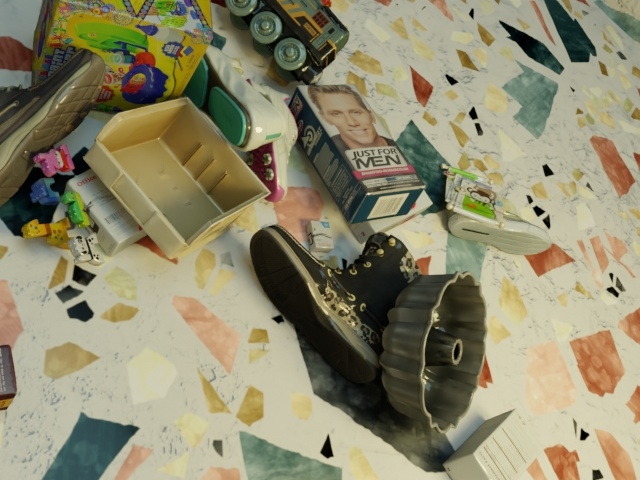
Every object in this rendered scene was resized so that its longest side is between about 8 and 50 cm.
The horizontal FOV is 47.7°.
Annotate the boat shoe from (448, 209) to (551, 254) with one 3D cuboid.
[{"bbox_3d":[0.465,-0.041,1.869,0.302,0.109,0.094,15,53,-22],"label":"boat shoe"}]

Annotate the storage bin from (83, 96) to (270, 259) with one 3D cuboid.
[{"bbox_3d":[-0.272,-0.124,1.392,0.262,0.123,0.260,49,27,1],"label":"storage bin"}]

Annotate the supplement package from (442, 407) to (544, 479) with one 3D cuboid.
[{"bbox_3d":[0.364,0.453,1.523,0.179,0.105,0.105,-29,81,-39],"label":"supplement package"}]

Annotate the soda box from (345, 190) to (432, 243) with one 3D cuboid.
[{"bbox_3d":[0.165,-0.069,1.721,0.216,0.069,0.074,-26,79,-38],"label":"soda box"}]

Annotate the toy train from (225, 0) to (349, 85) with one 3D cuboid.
[{"bbox_3d":[-0.086,-0.532,1.743,0.190,0.142,0.334,-41,87,-3],"label":"toy train"}]

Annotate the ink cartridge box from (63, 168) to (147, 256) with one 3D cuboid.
[{"bbox_3d":[-0.396,-0.062,1.371,0.150,0.063,0.109,50,49,3],"label":"ink cartridge box"}]

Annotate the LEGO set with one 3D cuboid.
[{"bbox_3d":[-0.476,-0.048,1.278,0.093,0.087,0.227,-10,77,-60],"label":"LEGO set"}]

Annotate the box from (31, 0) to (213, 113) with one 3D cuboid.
[{"bbox_3d":[-0.395,-0.403,1.418,0.279,0.290,0.177,7,61,-28],"label":"box"}]

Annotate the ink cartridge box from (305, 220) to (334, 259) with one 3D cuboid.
[{"bbox_3d":[0.000,0.000,1.604,0.048,0.028,0.083,3,63,-30],"label":"ink cartridge box"}]

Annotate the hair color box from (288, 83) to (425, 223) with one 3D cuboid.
[{"bbox_3d":[0.072,-0.208,1.666,0.173,0.105,0.347,-10,55,-34],"label":"hair color box"}]

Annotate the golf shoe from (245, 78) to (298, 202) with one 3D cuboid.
[{"bbox_3d":[-0.099,-0.225,1.621,0.140,0.115,0.306,3,64,-34],"label":"golf shoe"}]

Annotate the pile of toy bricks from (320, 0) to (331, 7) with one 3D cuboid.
[{"bbox_3d":[-0.030,-0.565,1.858,0.212,0.105,0.118,-25,79,-39],"label":"pile of toy bricks"}]

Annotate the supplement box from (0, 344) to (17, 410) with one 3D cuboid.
[{"bbox_3d":[-0.563,0.219,1.080,0.188,0.104,0.081,-4,67,-33],"label":"supplement box"}]

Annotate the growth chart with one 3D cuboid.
[{"bbox_3d":[0.390,-0.114,1.844,0.171,0.021,0.237,15,34,-3],"label":"growth chart"}]

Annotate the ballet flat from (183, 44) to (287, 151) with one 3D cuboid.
[{"bbox_3d":[-0.199,-0.320,1.544,0.139,0.139,0.400,-9,44,-35],"label":"ballet flat"}]

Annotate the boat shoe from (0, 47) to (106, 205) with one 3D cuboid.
[{"bbox_3d":[-0.527,-0.216,1.270,0.130,0.132,0.355,38,75,1],"label":"boat shoe"}]

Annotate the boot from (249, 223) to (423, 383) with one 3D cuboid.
[{"bbox_3d":[0.050,0.074,1.522,0.377,0.138,0.284,49,51,-3],"label":"boot"}]

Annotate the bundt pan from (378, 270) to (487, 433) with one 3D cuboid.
[{"bbox_3d":[0.226,0.217,1.487,0.330,0.124,0.331,-15,108,-54],"label":"bundt pan"}]
